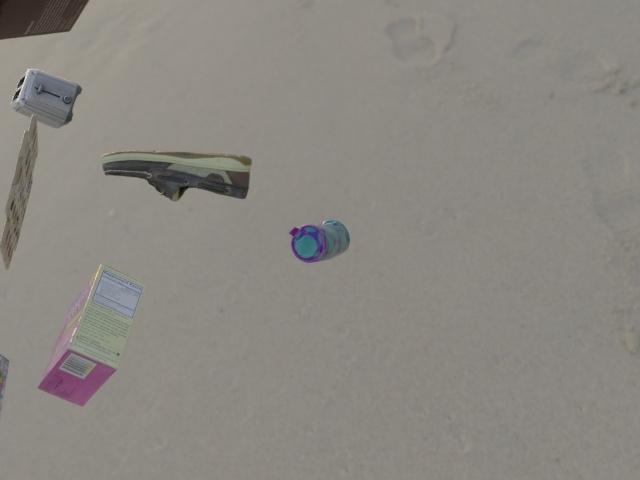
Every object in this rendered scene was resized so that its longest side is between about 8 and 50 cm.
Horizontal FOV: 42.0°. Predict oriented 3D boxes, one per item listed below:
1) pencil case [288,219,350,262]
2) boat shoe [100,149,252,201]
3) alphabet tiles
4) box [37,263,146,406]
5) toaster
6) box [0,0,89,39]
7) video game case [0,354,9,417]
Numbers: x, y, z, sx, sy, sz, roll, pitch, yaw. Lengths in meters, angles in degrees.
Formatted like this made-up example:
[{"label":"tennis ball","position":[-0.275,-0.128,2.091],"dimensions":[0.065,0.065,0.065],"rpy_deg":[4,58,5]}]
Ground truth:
[{"label":"pencil case","position":[0.000,0.000,1.434],"dimensions":[0.064,0.070,0.151],"rpy_deg":[-46,-10,15]},{"label":"boat shoe","position":[-0.212,-0.093,1.222],"dimensions":[0.223,0.073,0.080],"rpy_deg":[1,3,3]},{"label":"alphabet tiles","position":[-0.634,-0.096,1.761],"dimensions":[0.342,0.011,0.285],"rpy_deg":[143,137,-68]},{"label":"box","position":[-0.524,0.218,1.918],"dimensions":[0.213,0.117,0.243],"rpy_deg":[-43,26,42]},{"label":"toaster","position":[-0.765,-0.393,2.315],"dimensions":[0.227,0.146,0.129],"rpy_deg":[4,74,61]},{"label":"box","position":[-0.532,-0.471,1.469],"dimensions":[0.203,0.168,0.167],"rpy_deg":[-23,-7,-43]},{"label":"video game case","position":[-0.779,0.345,1.974],"dimensions":[0.015,0.119,0.166],"rpy_deg":[-4,63,6]}]
